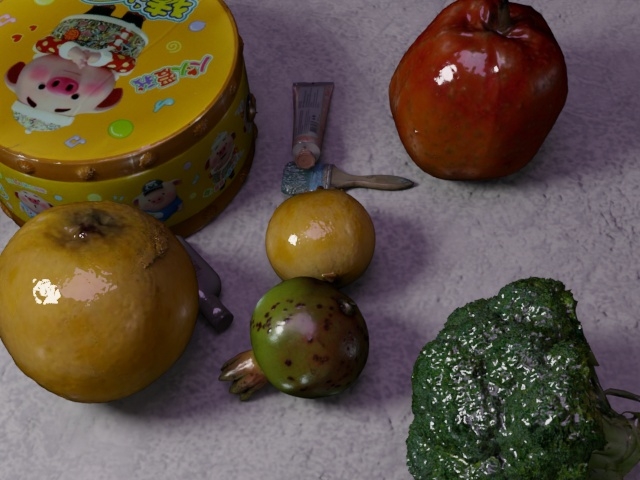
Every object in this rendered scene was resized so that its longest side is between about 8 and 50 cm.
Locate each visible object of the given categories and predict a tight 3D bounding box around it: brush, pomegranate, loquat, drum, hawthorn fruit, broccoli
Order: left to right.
[{"bbox_3d":[-0.281,0.075,1.329,0.263,0.263,0.263,-2,55,3],"label":"loquat"},{"bbox_3d":[-0.305,-0.200,1.551,0.431,0.214,0.431,-2,54,3],"label":"drum"},{"bbox_3d":[-0.034,0.136,1.340,0.205,0.159,0.159,-31,54,15],"label":"pomegranate"},{"bbox_3d":[0.000,0.000,1.429,0.163,0.137,0.163,-12,53,16],"label":"loquat"},{"bbox_3d":[0.040,-0.089,1.558,0.196,0.021,0.070,2,48,5],"label":"brush"},{"bbox_3d":[0.222,-0.236,1.479,0.254,0.300,0.254,-1,53,1],"label":"hawthorn fruit"},{"bbox_3d":[0.241,0.193,1.216,0.284,0.304,0.321,21,56,-17],"label":"broccoli"}]

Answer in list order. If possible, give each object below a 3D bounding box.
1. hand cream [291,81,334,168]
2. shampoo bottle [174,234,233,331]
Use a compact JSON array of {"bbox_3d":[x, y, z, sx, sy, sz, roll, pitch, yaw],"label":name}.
[{"bbox_3d":[-0.018,-0.185,1.616,0.067,0.043,0.209,-1,42,6],"label":"hand cream"},{"bbox_3d":[-0.181,0.062,1.459,0.080,0.040,0.165,-35,60,-20],"label":"shampoo bottle"}]
